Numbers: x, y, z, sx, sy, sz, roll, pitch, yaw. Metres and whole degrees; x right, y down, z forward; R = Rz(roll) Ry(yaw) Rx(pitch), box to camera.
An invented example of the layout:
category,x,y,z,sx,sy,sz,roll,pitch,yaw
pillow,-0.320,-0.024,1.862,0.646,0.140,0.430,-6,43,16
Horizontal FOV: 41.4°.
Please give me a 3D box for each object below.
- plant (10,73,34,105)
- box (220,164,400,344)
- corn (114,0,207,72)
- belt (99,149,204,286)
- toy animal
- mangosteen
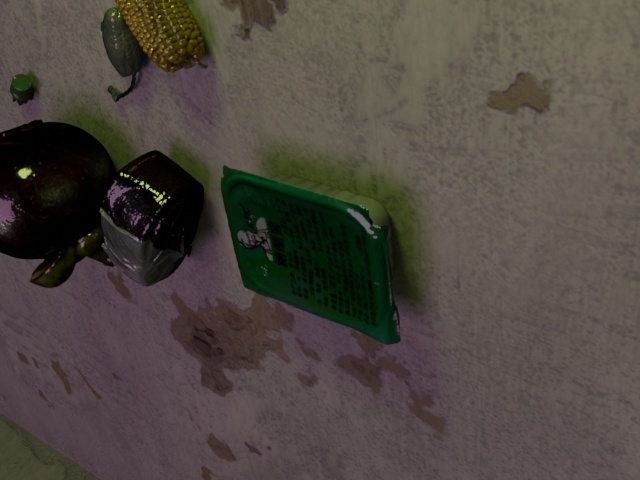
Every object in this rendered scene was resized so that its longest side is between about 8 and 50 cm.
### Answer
category,x,y,z,sx,sy,sz,roll,pitch,yaw
plant,-0.642,-0.318,1.825,0.051,0.051,0.102,50,155,0
box,0.000,0.000,1.407,0.337,0.106,0.264,19,132,34
corn,-0.285,-0.401,1.359,0.102,0.101,0.310,-14,112,49
belt,-0.315,-0.028,1.636,0.164,0.184,0.289,35,145,11
toy animal,-0.355,-0.326,1.532,0.253,0.070,0.079,108,151,-60
mangosteen,-0.557,-0.085,1.713,0.330,0.330,0.330,26,136,28
